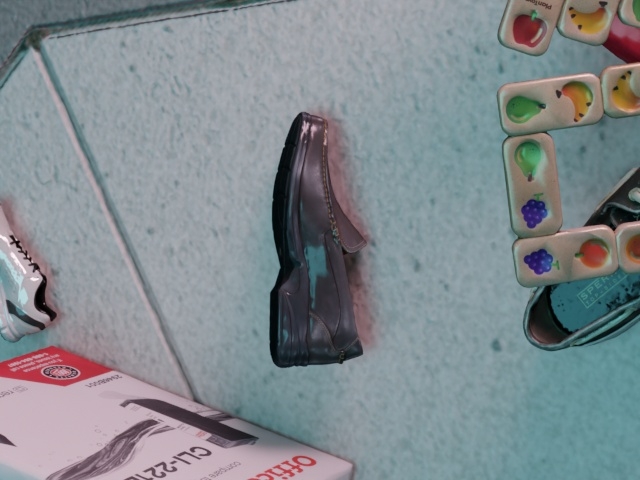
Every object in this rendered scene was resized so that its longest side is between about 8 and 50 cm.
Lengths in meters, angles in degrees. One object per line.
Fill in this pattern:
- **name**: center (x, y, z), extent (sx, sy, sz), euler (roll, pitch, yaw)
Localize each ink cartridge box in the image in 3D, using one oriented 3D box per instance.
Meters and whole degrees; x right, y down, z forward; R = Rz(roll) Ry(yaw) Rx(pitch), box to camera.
- **ink cartridge box**: center (-0.143, 0.182, 1.223), extent (0.272, 0.197, 0.114), euler (19, 108, 26)

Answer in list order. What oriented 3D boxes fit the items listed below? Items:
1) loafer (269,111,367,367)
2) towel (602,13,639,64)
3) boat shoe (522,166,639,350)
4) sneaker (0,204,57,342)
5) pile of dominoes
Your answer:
- **loafer**: center (0.000, 0.000, 1.197), extent (0.061, 0.062, 0.170), euler (2, 94, -9)
- **towel**: center (0.207, -0.234, 1.010), extent (0.199, 0.031, 0.275), euler (34, 116, 3)
- **boat shoe**: center (0.205, -0.008, 1.058), extent (0.078, 0.070, 0.219), euler (48, 118, 15)
- **sneaker**: center (-0.227, 0.019, 1.341), extent (0.043, 0.040, 0.109), euler (-15, 95, 15)
- **pile of dominoes**: center (0.221, -0.081, 0.985), extent (0.251, 0.040, 0.196), euler (-8, 101, 2)
